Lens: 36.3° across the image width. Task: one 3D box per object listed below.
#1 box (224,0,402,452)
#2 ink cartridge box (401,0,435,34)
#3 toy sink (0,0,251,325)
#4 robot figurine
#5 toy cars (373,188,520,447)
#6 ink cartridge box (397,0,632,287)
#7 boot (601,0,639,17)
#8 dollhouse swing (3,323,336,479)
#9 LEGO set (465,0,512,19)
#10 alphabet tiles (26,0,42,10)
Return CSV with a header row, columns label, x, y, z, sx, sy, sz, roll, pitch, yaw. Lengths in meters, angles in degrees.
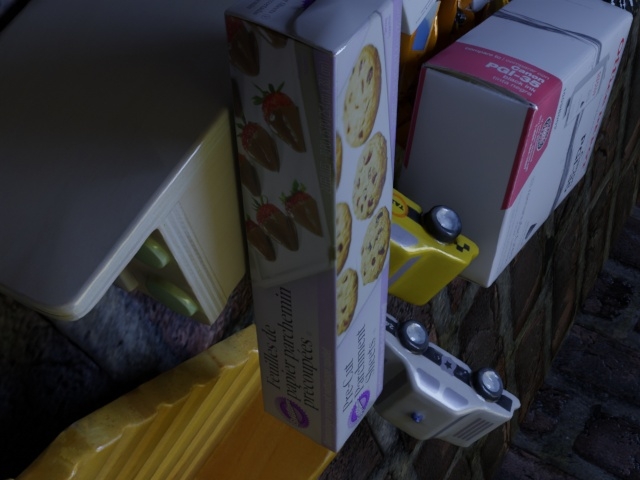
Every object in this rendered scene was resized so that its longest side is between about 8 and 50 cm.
label,x,y,z,sx,sy,sz,roll,pitch,yaw
box,0.000,0.000,0.559,0.067,0.063,0.324,-46,151,-35
ink cartridge box,0.027,-0.237,0.734,0.063,0.109,0.150,-56,155,-13
toy sink,-0.106,-0.048,0.559,0.234,0.153,0.131,-57,155,-23
robot figurine,0.115,-0.238,0.950,0.211,0.085,0.290,-23,133,-59
toy cars,0.072,0.080,0.929,0.087,0.177,0.393,-67,145,-45
ink cartridge box,0.196,-0.117,0.985,0.283,0.117,0.207,-40,147,-46
boot,0.371,-0.412,1.268,0.348,0.131,0.260,-28,136,-56
dollhouse swing,-0.076,0.301,0.739,0.347,0.305,0.315,-24,153,-57
LEGO set,0.221,-0.274,1.171,0.287,0.107,0.132,-39,110,-39
alphabet tiles,-0.131,-0.093,0.667,0.198,0.009,0.237,-28,137,-55
